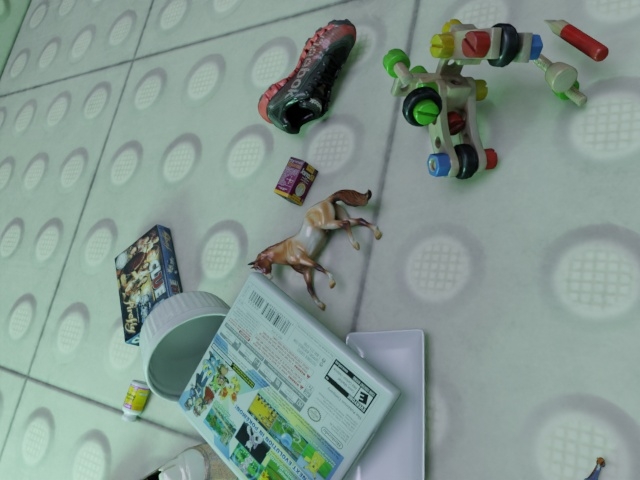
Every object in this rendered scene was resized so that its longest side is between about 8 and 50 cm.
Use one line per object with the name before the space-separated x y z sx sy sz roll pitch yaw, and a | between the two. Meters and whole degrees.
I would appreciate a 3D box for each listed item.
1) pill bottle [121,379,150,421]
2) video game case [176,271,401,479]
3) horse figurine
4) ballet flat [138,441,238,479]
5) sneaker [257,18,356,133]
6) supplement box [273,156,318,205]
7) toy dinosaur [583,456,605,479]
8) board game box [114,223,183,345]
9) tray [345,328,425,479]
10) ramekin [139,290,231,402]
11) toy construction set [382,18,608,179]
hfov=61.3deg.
pill bottle | -0.404 0.350 1.176 0.043 0.043 0.083 9 77 38
video game case | -0.072 0.265 0.899 0.329 0.036 0.300 36 103 28
horse figurine | 0.000 0.000 1.018 0.174 0.066 0.263 41 100 33
ballet flat | -0.276 0.458 1.001 0.316 0.106 0.107 -37 54 17
sneaker | -0.010 -0.335 1.140 0.276 0.098 0.135 -46 52 14
supplement box | -0.050 -0.121 1.109 0.043 0.055 0.083 23 87 38
toy dinosaur | 0.329 0.310 0.674 0.090 0.047 0.082 -11 47 43
board game box | -0.408 0.102 1.281 0.165 0.042 0.243 -35 55 19
tray | 0.102 0.278 0.853 0.145 0.030 0.270 -9 66 32
ramekin | -0.243 0.193 1.028 0.207 0.207 0.109 -53 42 6
toy construction set | 0.251 -0.276 0.876 0.309 0.257 0.237 -23 45 3
